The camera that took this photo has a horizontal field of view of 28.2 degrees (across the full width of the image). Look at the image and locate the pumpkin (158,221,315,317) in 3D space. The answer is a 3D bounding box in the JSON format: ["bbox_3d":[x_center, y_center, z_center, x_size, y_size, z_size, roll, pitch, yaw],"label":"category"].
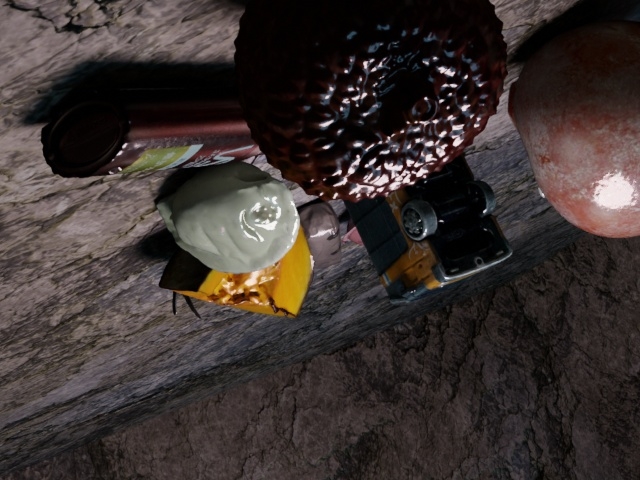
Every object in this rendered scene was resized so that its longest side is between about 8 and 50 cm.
[{"bbox_3d":[-0.138,0.015,1.930,0.148,0.169,0.312,9,175,26],"label":"pumpkin"}]

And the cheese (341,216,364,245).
[{"bbox_3d":[0.131,-0.044,2.296,0.189,0.074,0.286,-30,172,17],"label":"cheese"}]

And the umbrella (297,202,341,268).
[{"bbox_3d":[0.000,0.000,2.215,0.073,0.067,0.337,-6,168,1],"label":"umbrella"}]

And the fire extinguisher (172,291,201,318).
[{"bbox_3d":[-0.148,0.056,2.062,0.231,0.099,0.071,-20,177,-33],"label":"fire extinguisher"}]

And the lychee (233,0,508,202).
[{"bbox_3d":[0.041,-0.166,1.184,0.261,0.260,0.260,-25,168,-6],"label":"lychee"}]

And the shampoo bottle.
[{"bbox_3d":[-0.138,-0.119,1.356,0.129,0.084,0.323,-23,173,34],"label":"shampoo bottle"}]

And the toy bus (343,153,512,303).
[{"bbox_3d":[0.121,-0.062,1.698,0.139,0.275,0.167,-19,168,-33],"label":"toy bus"}]

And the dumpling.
[{"bbox_3d":[-0.112,-0.039,1.654,0.219,0.108,0.153,-6,147,37],"label":"dumpling"}]

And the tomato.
[{"bbox_3d":[0.421,-0.161,1.822,0.283,0.316,0.317,-24,171,29],"label":"tomato"}]
